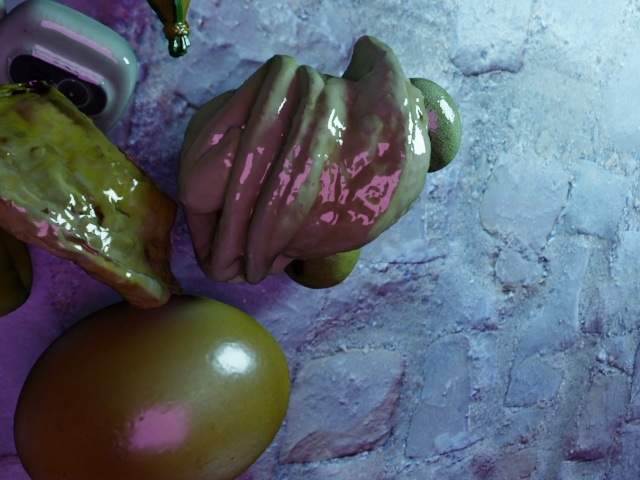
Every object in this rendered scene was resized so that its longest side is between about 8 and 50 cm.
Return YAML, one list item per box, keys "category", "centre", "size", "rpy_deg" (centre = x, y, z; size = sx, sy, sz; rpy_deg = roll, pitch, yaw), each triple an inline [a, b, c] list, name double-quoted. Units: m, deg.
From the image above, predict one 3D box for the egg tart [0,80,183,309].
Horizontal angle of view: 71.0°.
- category: "egg tart"
  centre: [-0.268, -0.060, 0.497]
  size: [0.129, 0.341, 0.341]
  rpy_deg: [-46, 119, -9]

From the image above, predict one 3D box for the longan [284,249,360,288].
- category: "longan"
  centre: [0.000, 0.000, 0.767]
  size: [0.145, 0.176, 0.154]
  rpy_deg: [30, 128, -2]

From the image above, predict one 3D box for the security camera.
- category: "security camera"
  centre: [-0.373, -0.229, 0.513]
  size: [0.302, 0.080, 0.157]
  rpy_deg: [22, 123, -31]

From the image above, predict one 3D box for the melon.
- category: "melon"
  centre: [0.175, -0.208, 0.797]
  size: [0.139, 0.139, 0.192]
  rpy_deg: [-47, 122, -10]

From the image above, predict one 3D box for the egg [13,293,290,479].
- category: "egg"
  centre: [-0.211, 0.214, 0.620]
  size: [0.352, 0.283, 0.282]
  rpy_deg: [-4, 104, -28]

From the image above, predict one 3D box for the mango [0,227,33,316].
- category: "mango"
  centre: [-0.439, 0.005, 0.550]
  size: [0.126, 0.111, 0.232]
  rpy_deg: [-8, 119, -14]

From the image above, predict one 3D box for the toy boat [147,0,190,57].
- category: "toy boat"
  centre: [-0.231, -0.356, 0.575]
  size: [0.088, 0.089, 0.229]
  rpy_deg: [-52, 124, -23]

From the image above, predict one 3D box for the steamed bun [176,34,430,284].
- category: "steamed bun"
  centre: [-0.034, -0.117, 0.598]
  size: [0.373, 0.324, 0.230]
  rpy_deg: [-30, 119, 8]
